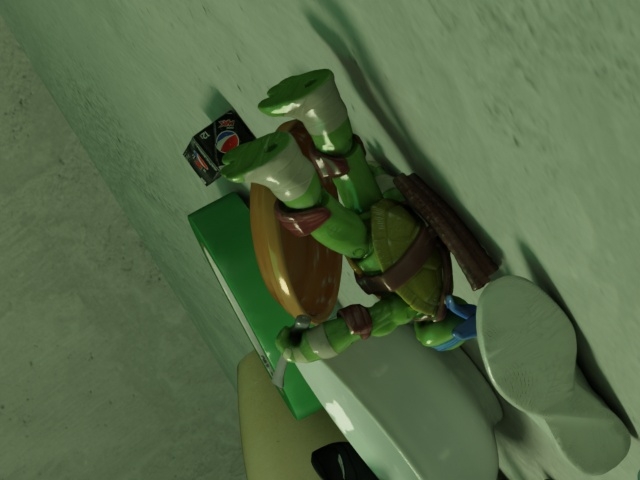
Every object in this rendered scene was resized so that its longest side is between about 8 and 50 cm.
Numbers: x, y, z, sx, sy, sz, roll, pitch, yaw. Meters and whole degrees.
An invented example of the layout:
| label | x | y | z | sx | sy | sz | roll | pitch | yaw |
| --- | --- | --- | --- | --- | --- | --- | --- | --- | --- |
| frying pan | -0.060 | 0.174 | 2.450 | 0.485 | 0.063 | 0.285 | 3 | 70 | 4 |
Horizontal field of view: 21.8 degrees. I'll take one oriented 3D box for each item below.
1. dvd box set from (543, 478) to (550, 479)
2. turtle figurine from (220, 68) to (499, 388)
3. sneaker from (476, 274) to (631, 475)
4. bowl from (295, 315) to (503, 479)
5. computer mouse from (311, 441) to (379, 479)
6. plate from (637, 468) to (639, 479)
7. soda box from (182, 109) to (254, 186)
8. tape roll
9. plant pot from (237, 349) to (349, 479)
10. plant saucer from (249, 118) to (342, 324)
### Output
| label | x | y | z | sx | sy | sz | roll | pitch | yaw |
| --- | --- | --- | --- | --- | --- | --- | --- | --- | --- |
| dvd box set | 0.381 | 0.462 | 1.725 | 0.420 | 0.062 | 0.307 | 41 | 165 | 48 |
| turtle figurine | 0.000 | 0.000 | 1.449 | 0.266 | 0.198 | 0.275 | 56 | 165 | -28 |
| sneaker | 0.179 | 0.104 | 1.382 | 0.212 | 0.080 | 0.094 | 57 | -179 | -30 |
| bowl | 0.101 | 0.177 | 1.785 | 0.298 | 0.134 | 0.298 | 50 | 170 | 12 |
| computer mouse | 0.097 | 0.312 | 1.947 | 0.184 | 0.060 | 0.262 | 29 | -171 | -21 |
| plate | 0.329 | 0.273 | 1.417 | 0.188 | 0.024 | 0.188 | 51 | 170 | 12 |
| soda box | -0.123 | -0.110 | 2.005 | 0.053 | 0.060 | 0.169 | 54 | 171 | -2 |
| tape roll | -0.076 | 0.090 | 2.281 | 0.321 | 0.077 | 0.321 | 60 | 174 | 10 |
| plant pot | -0.018 | 0.288 | 2.476 | 0.256 | 0.256 | 0.274 | 81 | 165 | -70 |
| plant saucer | -0.025 | -0.017 | 1.606 | 0.200 | 0.037 | 0.200 | -5 | -90 | -72 |
